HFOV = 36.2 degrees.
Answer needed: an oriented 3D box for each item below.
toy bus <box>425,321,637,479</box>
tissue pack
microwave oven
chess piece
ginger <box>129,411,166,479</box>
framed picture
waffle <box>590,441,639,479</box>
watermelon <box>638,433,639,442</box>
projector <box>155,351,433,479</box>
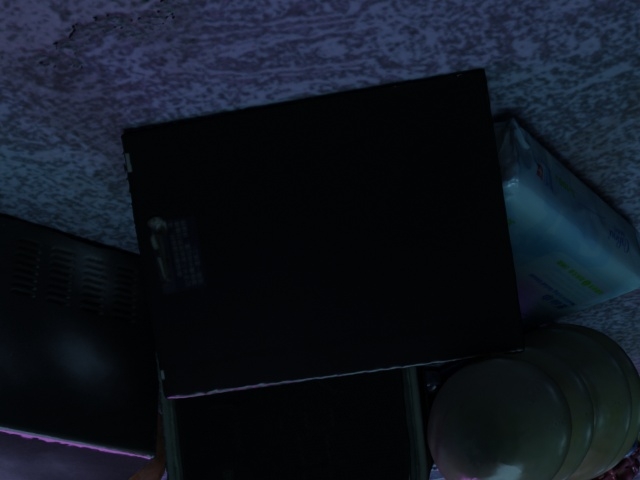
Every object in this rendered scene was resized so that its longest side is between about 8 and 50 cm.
[{"bbox_3d":[0.233,0.244,1.300,0.190,0.152,0.312,27,134,-35],"label":"toy bus"},{"bbox_3d":[0.197,-0.001,1.004,0.177,0.089,0.263,-26,138,32],"label":"tissue pack"},{"bbox_3d":[-0.399,0.187,1.095,0.375,0.236,0.432,19,139,-28],"label":"microwave oven"},{"bbox_3d":[0.211,0.176,0.979,0.182,0.182,0.330,-21,168,23],"label":"chess piece"},{"bbox_3d":[-0.287,0.304,1.344,0.152,0.138,0.267,-34,166,-36],"label":"ginger"},{"bbox_3d":[0.000,0.000,0.890,0.339,0.255,0.014,-9,-177,7],"label":"framed picture"},{"bbox_3d":[0.358,0.366,1.433,0.234,0.055,0.221,14,107,-21],"label":"waffle"},{"bbox_3d":[0.376,0.288,1.462,0.245,0.063,0.119,22,118,-25],"label":"watermelon"},{"bbox_3d":[-0.013,0.175,1.028,0.249,0.248,0.249,-7,172,6],"label":"projector"}]
